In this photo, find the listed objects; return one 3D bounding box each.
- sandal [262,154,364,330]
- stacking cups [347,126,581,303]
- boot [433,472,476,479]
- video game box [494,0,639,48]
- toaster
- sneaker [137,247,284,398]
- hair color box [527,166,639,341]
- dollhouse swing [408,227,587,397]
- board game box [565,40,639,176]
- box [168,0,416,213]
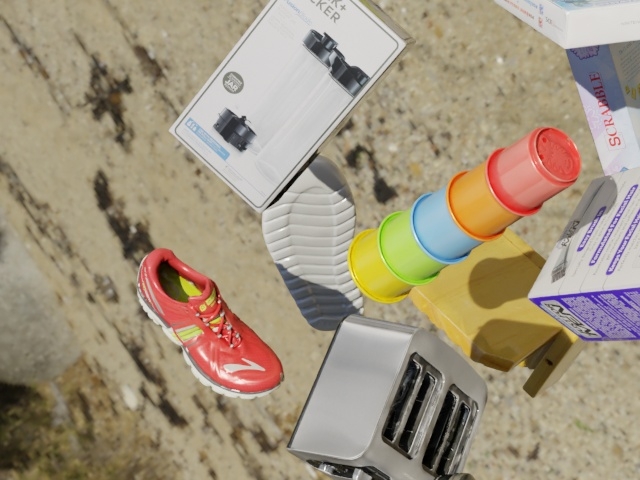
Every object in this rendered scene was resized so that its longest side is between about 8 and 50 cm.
[{"bbox_3d":[-0.015,0.002,1.839,0.102,0.169,0.416,-101,2,-50],"label":"sandal"},{"bbox_3d":[0.153,-0.022,1.060,0.096,0.096,0.316,55,141,-1],"label":"stacking cups"},{"bbox_3d":[0.041,0.299,0.805,0.178,0.237,0.085,2,179,26],"label":"boot"},{"bbox_3d":[0.325,-0.272,1.116,0.187,0.205,0.048,-119,23,-60],"label":"video game box"},{"bbox_3d":[0.075,0.176,1.032,0.110,0.186,0.168,5,152,43],"label":"toaster"},{"bbox_3d":[-0.165,0.119,1.449,0.279,0.107,0.118,39,146,13],"label":"sneaker"},{"bbox_3d":[0.390,0.006,1.081,0.110,0.185,0.339,37,163,-14],"label":"hair color box"},{"bbox_3d":[0.250,0.132,1.733,0.347,0.305,0.315,44,145,20],"label":"dollhouse swing"},{"bbox_3d":[0.479,-0.227,1.454,0.065,0.318,0.318,-7,111,42],"label":"board game box"},{"bbox_3d":[-0.037,-0.198,1.268,0.169,0.290,0.087,44,-161,1],"label":"box"}]
